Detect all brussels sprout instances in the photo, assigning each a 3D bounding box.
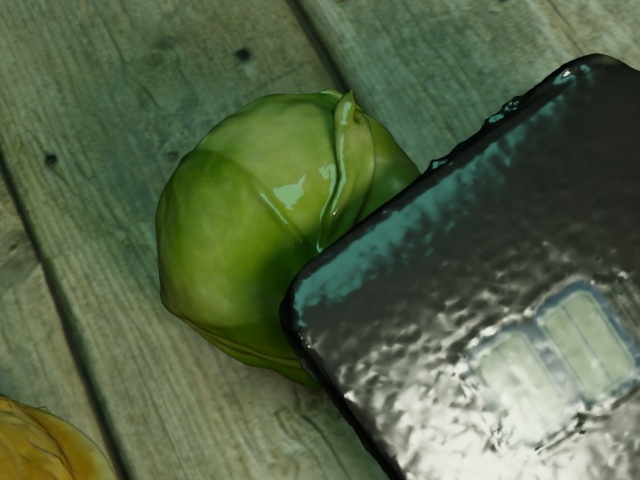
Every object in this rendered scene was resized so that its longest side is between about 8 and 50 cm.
[{"bbox_3d":[0.000,0.003,1.611,0.294,0.259,0.227,2,48,41],"label":"brussels sprout"}]

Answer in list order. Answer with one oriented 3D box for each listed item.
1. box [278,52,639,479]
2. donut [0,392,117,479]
[{"bbox_3d":[0.189,0.083,1.476,0.350,0.091,0.359,-36,94,-9],"label":"box"},{"bbox_3d":[-0.365,0.294,1.593,0.449,0.198,0.449,-10,52,13],"label":"donut"}]
